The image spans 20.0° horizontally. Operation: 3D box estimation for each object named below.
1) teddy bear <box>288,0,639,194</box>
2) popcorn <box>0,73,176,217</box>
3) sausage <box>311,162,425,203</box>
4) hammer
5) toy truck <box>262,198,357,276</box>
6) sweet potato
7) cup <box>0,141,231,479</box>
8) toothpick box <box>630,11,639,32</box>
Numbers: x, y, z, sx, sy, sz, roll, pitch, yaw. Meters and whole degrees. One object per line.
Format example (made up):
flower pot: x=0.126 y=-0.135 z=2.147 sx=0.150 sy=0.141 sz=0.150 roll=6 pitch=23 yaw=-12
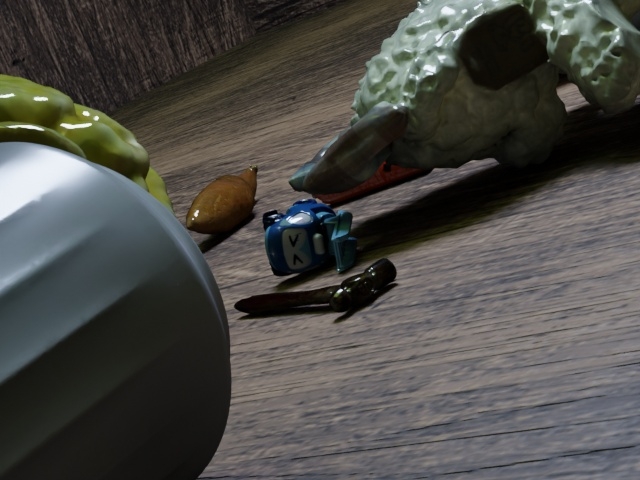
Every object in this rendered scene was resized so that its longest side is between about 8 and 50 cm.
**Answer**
teddy bear: x=0.216 y=-0.135 z=1.560 sx=0.362 sy=0.375 sz=0.327 roll=-66 pitch=13 yaw=3
popcorn: x=-0.276 y=0.012 z=1.404 sx=0.334 sy=0.292 sz=0.293 roll=-17 pitch=3 yaw=-1
sausage: x=0.046 y=-0.064 z=1.754 sx=0.129 sy=0.034 sz=0.034 roll=-19 pitch=12 yaw=23
hammer: x=-0.012 y=0.044 z=1.406 sx=0.065 sy=0.021 sz=0.178 roll=-31 pitch=10 yaw=-33
toy truck: x=0.000 y=0.000 z=1.508 sx=0.073 sy=0.056 sz=0.090 roll=-25 pitch=22 yaw=-37
sweet potato: x=-0.099 y=-0.039 z=1.905 sx=0.055 sy=0.058 sz=0.202 roll=-65 pitch=-5 yaw=15
cup: x=-0.233 y=0.129 z=0.996 sx=0.327 sy=0.237 sz=0.323 roll=-39 pitch=-12 yaw=-51
toothpick box: x=0.301 y=-0.314 z=1.945 sx=0.355 sy=0.263 sz=0.263 roll=-24 pitch=11 yaw=3
